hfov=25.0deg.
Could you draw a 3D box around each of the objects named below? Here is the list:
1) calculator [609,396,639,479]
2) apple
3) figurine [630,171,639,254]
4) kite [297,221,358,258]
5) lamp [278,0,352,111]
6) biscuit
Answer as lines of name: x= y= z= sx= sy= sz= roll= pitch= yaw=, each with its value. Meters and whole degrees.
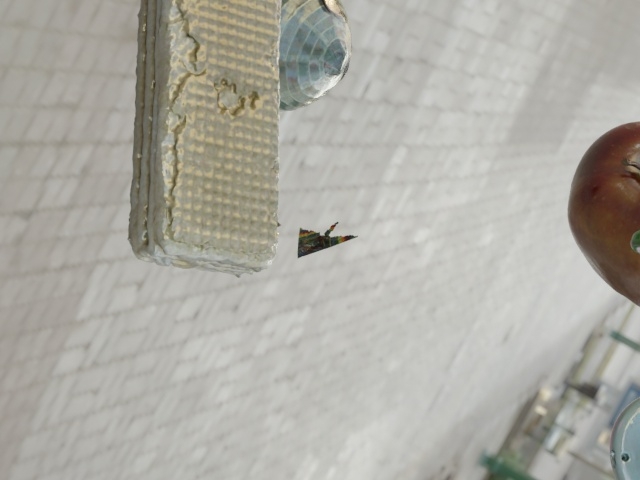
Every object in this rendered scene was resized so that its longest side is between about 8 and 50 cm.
calculator: x=0.522 y=0.280 z=1.932 sx=0.041 sy=0.299 sz=0.185 roll=146 pitch=-59 yaw=-68
apple: x=0.560 y=-0.042 z=2.385 sx=0.288 sy=0.288 sz=0.317 roll=-55 pitch=145 yaw=-24
figurine: x=0.528 y=-0.035 z=1.897 sx=0.124 sy=0.222 sz=0.324 roll=-66 pitch=161 yaw=-13
kite: x=0.000 y=0.000 z=1.978 sx=0.090 sy=0.122 sz=0.004 roll=-43 pitch=122 yaw=-35
lamp: x=-0.062 y=-0.302 z=2.169 sx=0.233 sy=0.233 sz=0.265 roll=-58 pitch=156 yaw=-12
biscuit: x=-0.108 y=-0.182 z=1.372 sx=0.144 sy=0.078 sz=0.426 roll=9 pitch=76 yaw=-39
